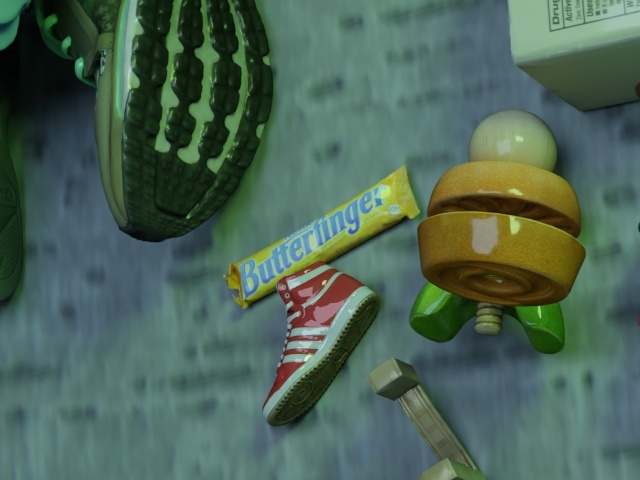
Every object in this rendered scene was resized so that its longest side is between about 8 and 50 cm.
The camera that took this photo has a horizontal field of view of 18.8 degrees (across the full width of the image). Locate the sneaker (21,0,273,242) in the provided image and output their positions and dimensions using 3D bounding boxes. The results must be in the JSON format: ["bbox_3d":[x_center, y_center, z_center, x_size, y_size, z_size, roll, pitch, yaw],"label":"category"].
[{"bbox_3d":[-0.153,-0.175,1.471,0.182,0.158,0.410,-21,59,34],"label":"sneaker"}]

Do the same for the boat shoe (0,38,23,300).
[{"bbox_3d":[-0.306,-0.100,1.537,0.103,0.118,0.320,-13,77,21],"label":"boat shoe"}]

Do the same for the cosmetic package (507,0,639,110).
[{"bbox_3d":[0.275,-0.191,1.228,0.296,0.129,0.153,-9,73,26],"label":"cosmetic package"}]

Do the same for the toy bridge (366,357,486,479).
[{"bbox_3d":[0.089,0.159,1.269,0.026,0.063,0.188,-35,60,16],"label":"toy bridge"}]

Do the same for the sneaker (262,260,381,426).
[{"bbox_3d":[-0.016,0.070,1.366,0.067,0.042,0.118,36,87,28],"label":"sneaker"}]

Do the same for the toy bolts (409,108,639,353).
[{"bbox_3d":[0.172,-0.024,1.210,0.228,0.218,0.158,7,72,12],"label":"toy bolts"}]

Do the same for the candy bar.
[{"bbox_3d":[0.000,0.000,1.392,0.161,0.018,0.040,-29,64,19],"label":"candy bar"}]

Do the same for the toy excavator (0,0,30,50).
[{"bbox_3d":[-0.210,-0.351,1.373,0.445,0.222,0.433,-18,61,21],"label":"toy excavator"}]
